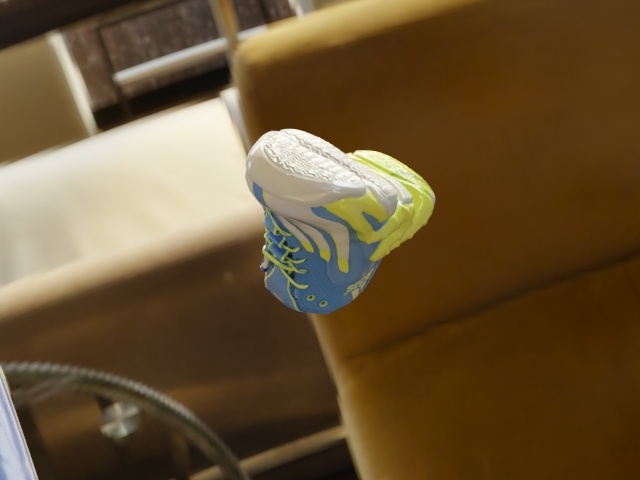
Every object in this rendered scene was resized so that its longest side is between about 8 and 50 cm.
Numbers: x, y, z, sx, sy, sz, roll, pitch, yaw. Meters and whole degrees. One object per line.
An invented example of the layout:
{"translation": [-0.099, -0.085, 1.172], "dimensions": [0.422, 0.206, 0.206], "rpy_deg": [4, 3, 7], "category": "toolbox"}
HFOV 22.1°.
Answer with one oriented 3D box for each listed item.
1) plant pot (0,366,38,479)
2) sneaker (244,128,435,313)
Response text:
{"translation": [-0.230, 0.184, 0.799], "dimensions": [0.212, 0.236, 0.236], "rpy_deg": [-16, 59, -14], "category": "plant pot"}
{"translation": [0.000, 0.000, 1.123], "dimensions": [0.091, 0.240, 0.126], "rpy_deg": [37, 103, 23], "category": "sneaker"}
